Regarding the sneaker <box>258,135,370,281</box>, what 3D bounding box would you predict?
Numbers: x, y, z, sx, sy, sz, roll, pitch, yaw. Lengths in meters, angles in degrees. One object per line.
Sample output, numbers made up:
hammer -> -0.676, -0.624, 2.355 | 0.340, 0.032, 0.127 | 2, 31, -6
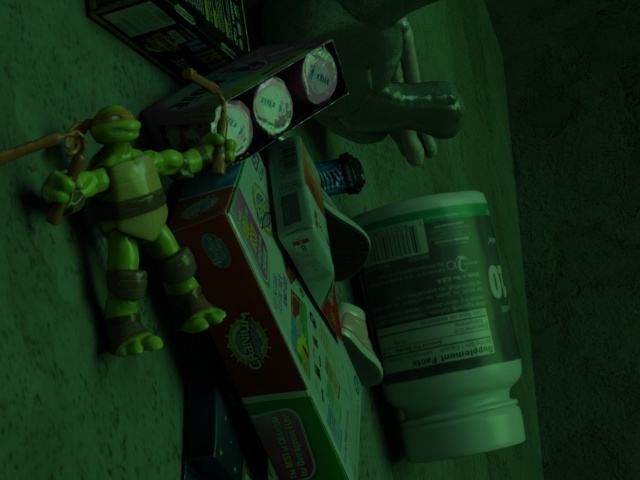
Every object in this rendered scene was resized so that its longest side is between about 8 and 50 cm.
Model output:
sneaker -> -0.061, -0.057, 1.633 | 0.123, 0.106, 0.290 | 43, -3, 44

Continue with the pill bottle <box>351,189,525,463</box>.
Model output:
pill bottle -> 0.171, 0.123, 2.056 | 0.204, 0.204, 0.361 | 7, 71, -74

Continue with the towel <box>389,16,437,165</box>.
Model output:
towel -> 0.056, -0.303, 1.979 | 0.332, 0.053, 0.317 | 60, -6, 33

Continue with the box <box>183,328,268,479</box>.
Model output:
box -> -0.089, 0.172, 1.398 | 0.136, 0.036, 0.225 | 58, 26, -51

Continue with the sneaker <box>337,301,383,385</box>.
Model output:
sneaker -> 0.048, 0.132, 1.892 | 0.134, 0.051, 0.070 | 56, 30, -43

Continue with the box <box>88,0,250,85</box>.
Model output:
box -> -0.165, -0.343, 1.467 | 0.257, 0.079, 0.322 | 27, 52, -68

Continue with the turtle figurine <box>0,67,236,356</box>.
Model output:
turtle figurine -> -0.164, -0.019, 1.194 | 0.269, 0.087, 0.217 | -23, 105, -52

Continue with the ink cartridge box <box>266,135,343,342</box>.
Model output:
ink cartridge box -> 0.000, 0.000, 1.527 | 0.145, 0.045, 0.179 | -99, 163, -46

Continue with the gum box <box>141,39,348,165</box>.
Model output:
gum box -> -0.076, -0.134, 1.424 | 0.188, 0.107, 0.062 | -36, 116, -39

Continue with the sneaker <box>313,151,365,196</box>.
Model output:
sneaker -> 0.012, -0.082, 1.874 | 0.152, 0.084, 0.058 | -11, 88, -75

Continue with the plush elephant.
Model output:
plush elephant -> -0.005, -0.254, 1.686 | 0.255, 0.330, 0.272 | -119, -164, -48

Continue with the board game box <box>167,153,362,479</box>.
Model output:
board game box -> -0.047, 0.079, 1.437 | 0.242, 0.064, 0.316 | -82, 150, -70
